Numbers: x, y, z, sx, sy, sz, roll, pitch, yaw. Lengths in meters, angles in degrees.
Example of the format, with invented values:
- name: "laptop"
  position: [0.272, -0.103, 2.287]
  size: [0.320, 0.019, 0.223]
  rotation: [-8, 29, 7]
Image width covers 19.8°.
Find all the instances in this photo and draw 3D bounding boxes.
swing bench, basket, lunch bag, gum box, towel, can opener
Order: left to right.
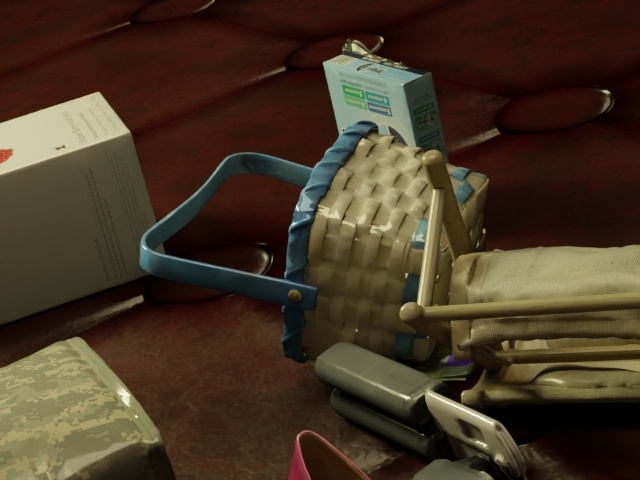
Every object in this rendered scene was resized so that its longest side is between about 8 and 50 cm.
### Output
- name: "lunch bag"
  position: [-0.261, 0.201, 1.514]
  size: [0.235, 0.169, 0.287]
  rotation: [-22, 29, -15]
- name: "basket"
  position: [0.000, 0.000, 1.751]
  size: [0.289, 0.201, 0.255]
  rotation: [18, 31, 15]
- name: "gum box"
  position: [0.078, -0.103, 1.986]
  size: [0.041, 0.184, 0.157]
  rotation: [-25, 26, -26]
- name: "can opener"
  position: [0.070, 0.160, 1.534]
  size: [0.095, 0.076, 0.283]
  rotation: [-35, 26, -21]
- name: "towel"
  position: [0.122, 0.107, 1.709]
  size: [0.060, 0.009, 0.083]
  rotation: [-1, 26, 25]
- name: "swing bench"
  position: [0.231, 0.051, 1.529]
  size: [0.253, 0.254, 0.165]
  rotation: [-4, 57, 23]

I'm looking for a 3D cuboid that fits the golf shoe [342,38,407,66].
- name: "golf shoe"
  position: [0.073, -0.207, 2.389]
  size: [0.094, 0.077, 0.198]
  rotation: [0, 27, -4]

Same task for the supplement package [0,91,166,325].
- name: "supplement package"
  position: [-0.347, -0.026, 2.064]
  size: [0.293, 0.175, 0.177]
  rotation: [-20, 25, -12]

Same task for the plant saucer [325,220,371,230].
- name: "plant saucer"
  position: [0.038, -0.003, 2.001]
  size: [0.083, 0.013, 0.083]
  rotation: [-11, 24, 5]

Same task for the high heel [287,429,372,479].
- name: "high heel"
  position: [0.052, 0.226, 1.342]
  size: [0.082, 0.117, 0.244]
  rotation: [-22, 24, -18]
